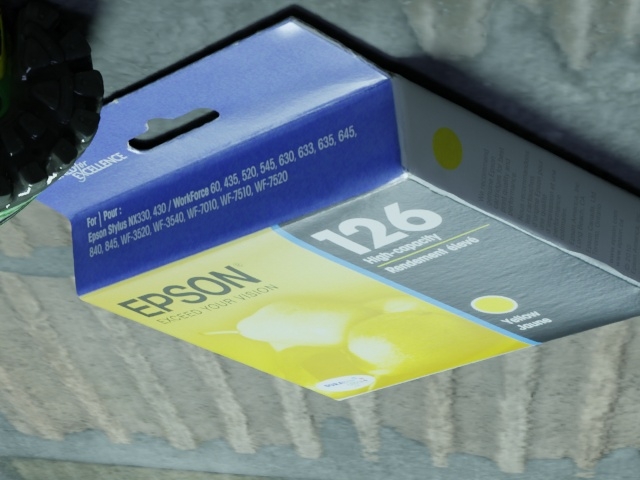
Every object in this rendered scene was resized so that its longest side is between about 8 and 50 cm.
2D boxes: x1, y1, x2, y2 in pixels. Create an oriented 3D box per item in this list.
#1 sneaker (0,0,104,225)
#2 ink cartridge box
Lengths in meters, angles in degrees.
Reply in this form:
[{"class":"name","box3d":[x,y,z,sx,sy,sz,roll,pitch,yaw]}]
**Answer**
[{"class":"sneaker","box3d":[-0.273,-0.003,0.910,0.343,0.134,0.146,-20,168,-19]},{"class":"ink cartridge box","box3d":[0.000,0.000,1.069,0.307,0.072,0.303,21,153,-36]}]
